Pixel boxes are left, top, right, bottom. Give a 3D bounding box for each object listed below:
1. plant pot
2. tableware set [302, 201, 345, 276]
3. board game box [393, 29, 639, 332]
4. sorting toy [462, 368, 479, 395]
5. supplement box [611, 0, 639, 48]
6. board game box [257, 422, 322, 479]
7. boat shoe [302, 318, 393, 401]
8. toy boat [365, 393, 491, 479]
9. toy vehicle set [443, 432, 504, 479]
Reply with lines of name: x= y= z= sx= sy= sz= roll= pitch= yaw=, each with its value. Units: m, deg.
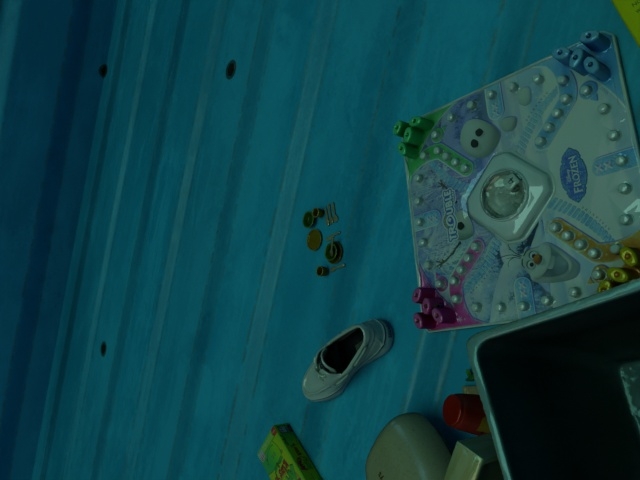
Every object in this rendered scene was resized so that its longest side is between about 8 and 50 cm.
plant pot: x=0.357 y=0.190 z=0.611 sx=0.247 sy=0.252 sz=0.247 roll=-31 pitch=61 yaw=42
tableware set: x=0.000 y=0.000 z=1.216 sx=0.104 sy=0.024 sz=0.154 roll=-27 pitch=65 yaw=44
board game box: x=0.283 y=-0.071 z=0.887 sx=0.389 sy=0.050 sz=0.390 roll=-18 pitch=71 yaw=46
sorting toy: x=0.251 y=0.245 z=0.903 sx=0.062 sy=0.012 sz=0.083 roll=-19 pitch=74 yaw=51
supplement box: x=0.429 y=-0.365 z=0.658 sx=0.194 sy=0.195 sz=0.357 roll=-35 pitch=60 yaw=40
board game box: x=-0.060 y=0.485 z=1.195 sx=0.181 sy=0.043 sz=0.092 roll=48 pitch=119 yaw=41
boat shoe: x=0.028 y=0.230 z=1.103 sx=0.258 sy=0.084 sz=0.095 roll=-51 pitch=50 yaw=31
toy boat: x=0.193 y=0.348 z=0.848 sx=0.268 sy=0.148 sz=0.318 roll=-106 pitch=37 yaw=-55
toy vehicle set: x=0.235 y=0.318 z=0.719 sx=0.035 sy=0.266 sz=0.166 roll=25 pitch=102 yaw=46
